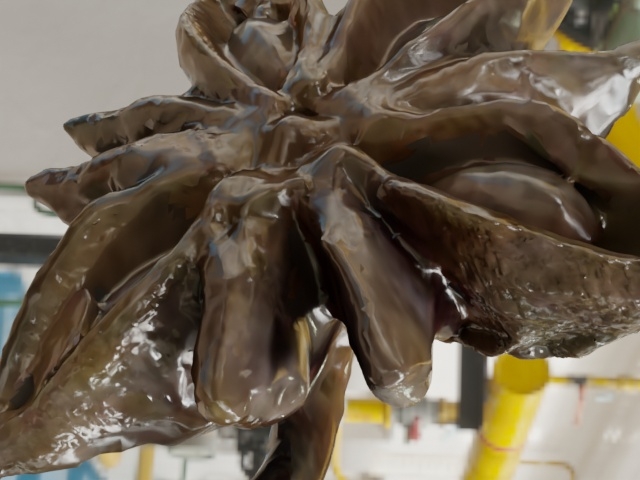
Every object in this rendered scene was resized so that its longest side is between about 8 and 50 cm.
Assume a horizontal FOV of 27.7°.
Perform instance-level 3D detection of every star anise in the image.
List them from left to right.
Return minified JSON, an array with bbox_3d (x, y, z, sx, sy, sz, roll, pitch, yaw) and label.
[{"bbox_3d":[0.001,-0.002,0.478,0.109,0.292,0.349,56,13,-41],"label":"star anise"}]
